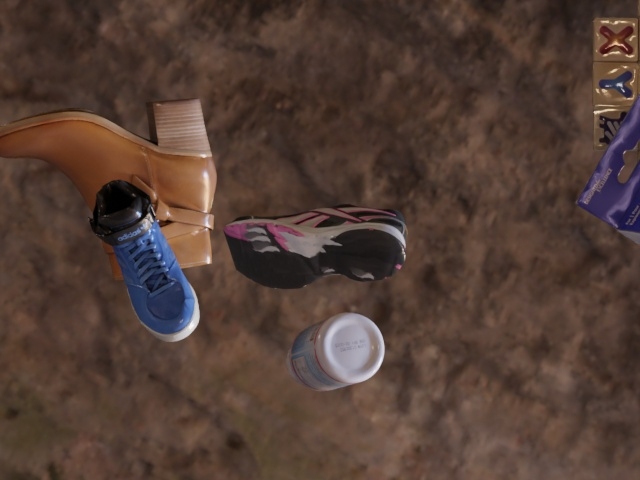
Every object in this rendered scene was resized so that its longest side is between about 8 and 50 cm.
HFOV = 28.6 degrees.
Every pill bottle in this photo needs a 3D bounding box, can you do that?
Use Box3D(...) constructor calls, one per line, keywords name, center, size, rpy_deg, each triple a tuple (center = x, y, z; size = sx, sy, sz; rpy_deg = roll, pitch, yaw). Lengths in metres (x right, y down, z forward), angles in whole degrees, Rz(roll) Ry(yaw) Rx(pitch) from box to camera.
Box3D(name="pill bottle", center=(0.013, 0.143, 1.569), size=(0.087, 0.087, 0.160), rpy_deg=(30, -19, -11))

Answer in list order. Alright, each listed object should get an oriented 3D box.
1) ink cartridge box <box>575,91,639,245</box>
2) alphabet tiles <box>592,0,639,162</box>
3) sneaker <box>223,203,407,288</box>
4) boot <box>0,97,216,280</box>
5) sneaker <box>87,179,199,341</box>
Box3D(name="ink cartridge box", center=(0.505, -0.022, 1.478), size=(0.370, 0.176, 0.069), rpy_deg=(31, -8, 3))
Box3D(name="alphabet tiles", center=(0.517, -0.197, 1.588), size=(0.342, 0.285, 0.011), rpy_deg=(1, -3, 2))
Box3D(name="sneaker", center=(0.000, 0.000, 1.181), size=(0.178, 0.077, 0.072), rpy_deg=(5, -61, 16))
Box3D(name="boot", center=(-0.272, -0.059, 1.582), size=(0.283, 0.220, 0.109), rpy_deg=(-6, 8, -14))
Box3D(name="sneaker", center=(-0.155, 0.012, 1.077), size=(0.058, 0.152, 0.085), rpy_deg=(-25, -35, 1))
